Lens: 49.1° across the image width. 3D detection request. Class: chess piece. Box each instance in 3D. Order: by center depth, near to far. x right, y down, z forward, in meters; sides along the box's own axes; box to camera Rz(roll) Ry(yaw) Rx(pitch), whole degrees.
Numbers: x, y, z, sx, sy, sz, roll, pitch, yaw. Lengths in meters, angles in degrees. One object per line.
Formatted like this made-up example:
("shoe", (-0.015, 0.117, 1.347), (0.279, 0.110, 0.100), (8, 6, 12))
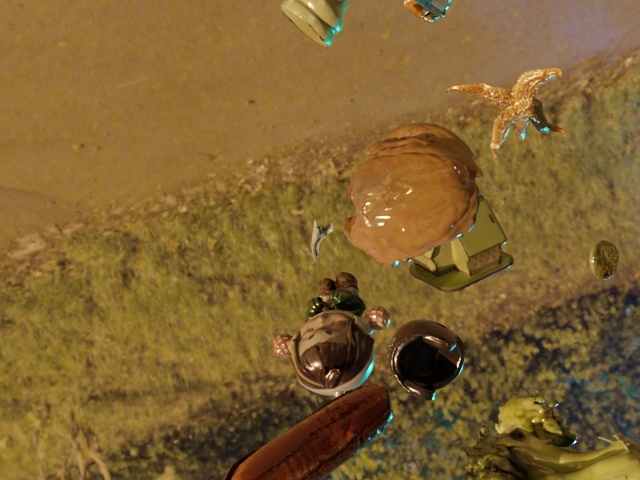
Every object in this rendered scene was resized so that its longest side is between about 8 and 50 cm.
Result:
("chess piece", (0.040, -0.542, 1.472), (0.243, 0.133, 0.133), (-50, 151, 4))

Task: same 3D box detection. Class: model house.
("model house", (0.321, -0.051, 1.682), (0.218, 0.205, 0.279), (-22, 114, -21))

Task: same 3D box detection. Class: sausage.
("sausage", (-0.009, 0.326, 1.106), (0.330, 0.102, 0.102), (-24, 160, -34))

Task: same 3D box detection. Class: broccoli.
("broccoli", (0.389, 0.414, 1.062), (0.281, 0.347, 0.293), (-54, -173, 27))

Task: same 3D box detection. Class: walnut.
("walnut", (0.132, -0.068, 1.086), (0.141, 0.204, 0.238), (5, 110, -47))
("walnut", (0.211, -0.510, 1.392), (0.069, 0.143, 0.170), (-21, -168, 39))

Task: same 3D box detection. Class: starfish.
("starfish", (0.533, -0.341, 1.949), (0.301, 0.084, 0.293), (-10, 145, 21))

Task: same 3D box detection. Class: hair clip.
("hair clip", (0.000, 0.001, 1.389), (0.039, 0.030, 0.115), (-1, 148, -11))

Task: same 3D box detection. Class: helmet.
("helmet", (0.276, 0.305, 1.841), (0.216, 0.193, 0.189), (14, 102, -26))

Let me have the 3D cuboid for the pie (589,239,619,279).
("pie", (0.573, 0.038, 1.416), (0.085, 0.085, 0.017), (-7, -176, -31))

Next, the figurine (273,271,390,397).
("figurine", (0.033, 0.213, 1.596), (0.281, 0.370, 0.167), (-19, 120, 15))

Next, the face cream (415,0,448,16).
("face cream", (0.249, -0.525, 1.272), (0.114, 0.070, 0.224), (6, 123, -54))
